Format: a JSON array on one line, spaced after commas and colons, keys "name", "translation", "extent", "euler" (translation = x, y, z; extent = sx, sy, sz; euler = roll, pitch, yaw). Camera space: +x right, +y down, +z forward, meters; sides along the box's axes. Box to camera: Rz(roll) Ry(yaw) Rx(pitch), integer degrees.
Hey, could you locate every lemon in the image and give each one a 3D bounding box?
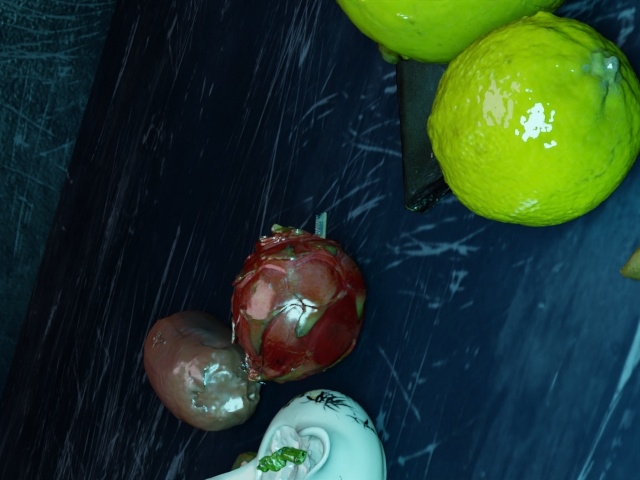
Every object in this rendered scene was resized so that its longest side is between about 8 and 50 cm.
[{"name": "lemon", "translation": [0.202, -0.110, 1.133], "extent": [0.231, 0.192, 0.192], "euler": [-32, 49, 56]}, {"name": "lemon", "translation": [0.141, -0.328, 1.262], "extent": [0.297, 0.297, 0.297], "euler": [-40, 43, 51]}]

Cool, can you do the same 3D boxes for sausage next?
[{"name": "sausage", "translation": [-0.174, 0.189, 1.791], "extent": [0.279, 0.152, 0.152], "euler": [29, 103, 67]}]

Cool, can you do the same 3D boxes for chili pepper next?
[{"name": "chili pepper", "translation": [-0.042, 0.239, 1.333], "extent": [0.083, 0.022, 0.027], "euler": [-26, 57, 49]}]

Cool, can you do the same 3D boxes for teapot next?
[{"name": "teapot", "translation": [-0.027, 0.286, 1.441], "extent": [0.299, 0.165, 0.208], "euler": [-29, 63, 44]}]

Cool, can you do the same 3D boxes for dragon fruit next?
[{"name": "dragon fruit", "translation": [-0.027, 0.082, 1.526], "extent": [0.172, 0.172, 0.210], "euler": [-8, 69, 63]}]

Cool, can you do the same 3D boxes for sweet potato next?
[{"name": "sweet potato", "translation": [0.293, 0.016, 1.065], "extent": [0.095, 0.034, 0.034], "euler": [132, 145, -62]}]

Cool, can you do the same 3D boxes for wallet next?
[{"name": "wallet", "translation": [0.142, -0.205, 1.473], "extent": [0.172, 0.045, 0.318], "euler": [-42, 42, 51]}]

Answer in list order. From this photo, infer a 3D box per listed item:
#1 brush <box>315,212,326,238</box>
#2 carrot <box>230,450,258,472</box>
[{"name": "brush", "translation": [0.000, 0.000, 1.691], "extent": [0.016, 0.013, 0.084], "euler": [-33, 50, 52]}, {"name": "carrot", "translation": [-0.125, 0.455, 1.648], "extent": [0.070, 0.070, 0.342], "euler": [8, 86, 64]}]
